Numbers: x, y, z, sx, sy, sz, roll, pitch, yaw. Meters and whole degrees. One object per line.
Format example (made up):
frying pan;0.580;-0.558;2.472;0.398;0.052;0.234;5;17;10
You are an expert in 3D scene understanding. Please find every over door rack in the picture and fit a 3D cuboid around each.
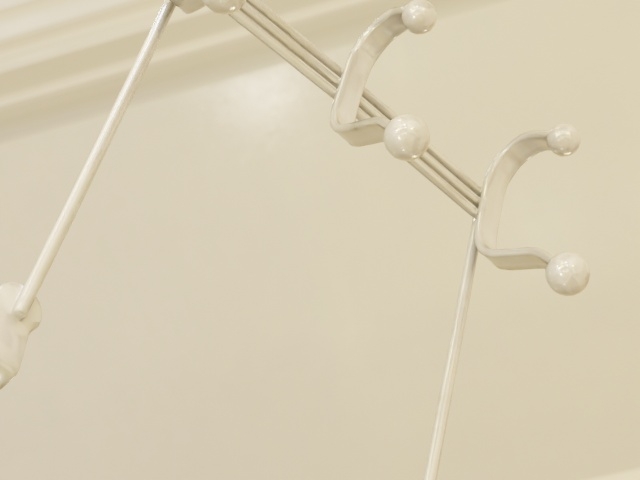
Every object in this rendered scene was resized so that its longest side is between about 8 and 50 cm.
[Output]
over door rack;0.000;0.000;0.717;0.239;0.108;0.324;38;53;-20
